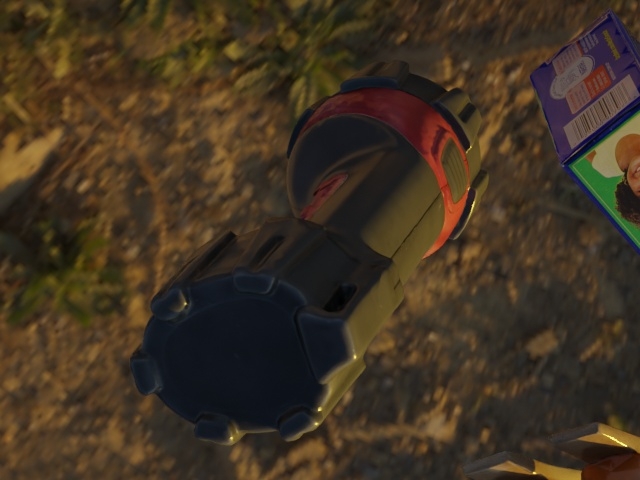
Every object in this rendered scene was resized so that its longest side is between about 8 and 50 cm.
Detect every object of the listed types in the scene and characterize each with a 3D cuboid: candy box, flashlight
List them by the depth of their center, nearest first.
[{"bbox_3d":[0.000,0.000,0.872,0.103,0.304,0.103,30,116,6],"label":"flashlight"},{"bbox_3d":[0.358,-0.045,1.889,0.122,0.268,0.317,-40,108,15],"label":"candy box"}]

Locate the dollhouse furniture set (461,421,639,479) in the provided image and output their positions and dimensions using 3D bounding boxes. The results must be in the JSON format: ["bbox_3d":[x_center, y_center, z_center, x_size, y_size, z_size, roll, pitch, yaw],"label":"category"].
[{"bbox_3d":[0.196,0.239,1.197,0.259,0.262,0.135,-23,149,37],"label":"dollhouse furniture set"}]
